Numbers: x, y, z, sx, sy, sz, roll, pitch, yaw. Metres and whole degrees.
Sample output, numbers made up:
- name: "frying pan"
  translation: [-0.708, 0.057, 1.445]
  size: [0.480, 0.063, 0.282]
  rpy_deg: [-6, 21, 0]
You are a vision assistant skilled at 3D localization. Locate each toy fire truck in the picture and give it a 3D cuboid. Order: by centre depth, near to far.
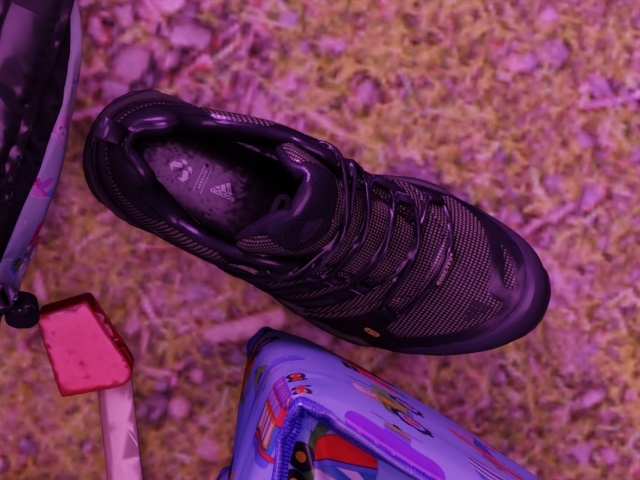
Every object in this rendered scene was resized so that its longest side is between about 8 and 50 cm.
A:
- name: "toy fire truck"
  translation: [-0.130, 0.134, 0.827]
  size: [0.135, 0.047, 0.192]
  rpy_deg: [-20, 96, -4]

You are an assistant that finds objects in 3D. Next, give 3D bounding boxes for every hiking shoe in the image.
- name: "hiking shoe"
  translation: [0.000, 0.000, 0.795]
  size: [0.227, 0.114, 0.086]
  rpy_deg: [19, 93, -7]

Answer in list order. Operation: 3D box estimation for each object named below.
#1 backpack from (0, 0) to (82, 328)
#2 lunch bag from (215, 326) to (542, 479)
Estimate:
- name: "backpack"
  translation: [-0.177, -0.055, 0.775]
  size: [0.152, 0.115, 0.182]
  rpy_deg: [21, 91, -18]
- name: "lunch bag"
  translation: [0.091, 0.158, 0.763]
  size: [0.293, 0.221, 0.138]
  rpy_deg: [21, 93, -6]
